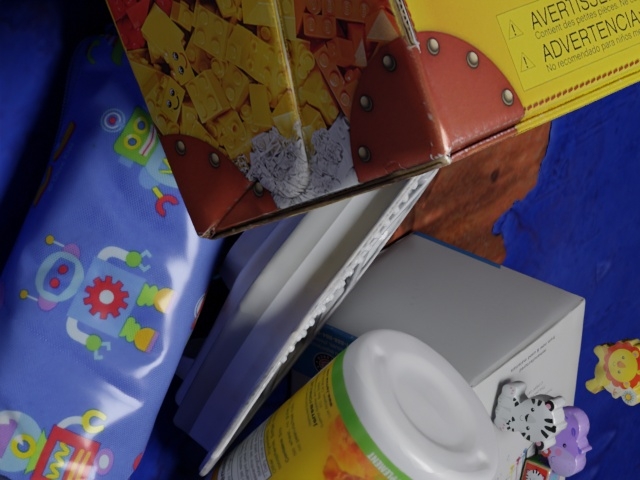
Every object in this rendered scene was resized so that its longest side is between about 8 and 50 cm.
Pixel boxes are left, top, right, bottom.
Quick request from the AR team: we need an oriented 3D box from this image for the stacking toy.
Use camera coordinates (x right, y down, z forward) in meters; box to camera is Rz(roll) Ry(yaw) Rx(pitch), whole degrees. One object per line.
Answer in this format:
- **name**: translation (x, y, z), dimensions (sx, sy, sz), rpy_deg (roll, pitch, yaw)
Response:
- **stacking toy**: translation (0.182, 0.191, 1.507), dimensions (0.167, 0.052, 0.221), rpy_deg (-14, 121, -54)

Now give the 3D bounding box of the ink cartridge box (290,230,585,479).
- **ink cartridge box**: translation (0.090, 0.148, 1.555), dimensions (0.168, 0.171, 0.233), rpy_deg (-33, 135, -44)

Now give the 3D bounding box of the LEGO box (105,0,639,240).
- **LEGO box**: translation (0.098, -0.261, 1.096), dimensions (0.500, 0.193, 0.373), rpy_deg (-24, 94, -42)

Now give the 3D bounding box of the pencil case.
- **pencil case**: translation (-0.133, 0.013, 1.185), dimensions (0.119, 0.133, 0.306), rpy_deg (-153, -95, -79)

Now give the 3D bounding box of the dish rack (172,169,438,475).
- **dish rack**: translation (0.000, 0.000, 1.309), dimensions (0.285, 0.072, 0.333), rpy_deg (-51, 178, -25)

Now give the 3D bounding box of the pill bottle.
- **pill bottle**: translation (-0.002, 0.186, 1.392), dimensions (0.245, 0.136, 0.136), rpy_deg (-44, 159, 27)

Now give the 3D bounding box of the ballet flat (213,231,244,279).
- **ballet flat**: translation (-0.039, -0.068, 1.328), dimensions (0.203, 0.074, 0.074), rpy_deg (-52, 146, -15)
